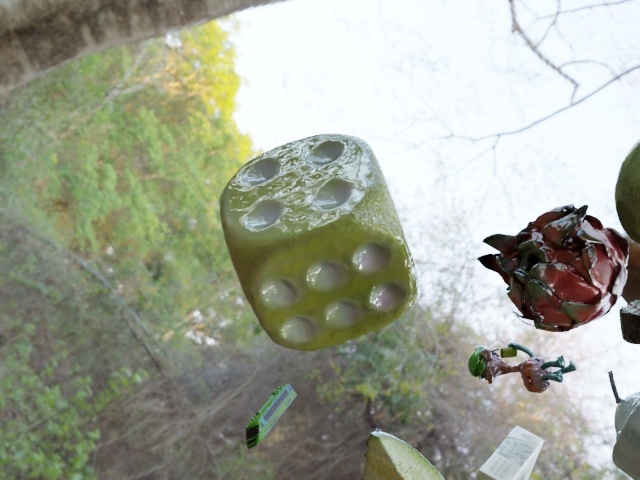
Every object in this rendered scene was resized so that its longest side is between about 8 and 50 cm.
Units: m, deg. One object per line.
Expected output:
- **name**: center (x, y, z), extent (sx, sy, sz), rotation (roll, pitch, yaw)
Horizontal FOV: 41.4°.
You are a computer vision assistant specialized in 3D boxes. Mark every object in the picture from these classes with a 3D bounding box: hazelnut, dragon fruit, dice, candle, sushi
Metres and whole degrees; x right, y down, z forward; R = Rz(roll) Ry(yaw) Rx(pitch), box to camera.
- **hazelnut**: center (0.707, 0.062, 1.754), extent (0.210, 0.210, 0.186), rotation (24, -47, 56)
- **dragon fruit**: center (0.372, 0.046, 1.329), extent (0.192, 0.274, 0.193), rotation (-23, -104, 44)
- **dice**: center (0.000, 0.000, 1.235), extent (0.233, 0.238, 0.226), rotation (-107, 175, -49)
- **candle**: center (0.690, 0.397, 1.600), extent (0.342, 0.221, 0.221), rotation (40, -27, 40)
- **sushi**: center (0.626, 0.154, 1.613), extent (0.091, 0.150, 0.078), rotation (8, -80, 47)

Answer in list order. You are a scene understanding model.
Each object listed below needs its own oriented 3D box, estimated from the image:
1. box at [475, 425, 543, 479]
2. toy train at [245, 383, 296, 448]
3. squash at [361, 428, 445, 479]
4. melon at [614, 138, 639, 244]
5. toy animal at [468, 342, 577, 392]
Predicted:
- **box**: center (0.380, 0.515, 1.789), extent (0.069, 0.256, 0.164), rotation (25, -70, 24)
- **toy train**: center (-0.118, 0.382, 1.864), extent (0.044, 0.209, 0.042), rotation (-33, -85, 28)
- **squash**: center (0.203, 0.461, 1.434), extent (0.289, 0.111, 0.203), rotation (21, -72, 35)
- **melon**: center (0.502, -0.065, 1.238), extent (0.139, 0.139, 0.192), rotation (10, -74, 63)
- **toy animal**: center (0.403, 0.247, 1.691), extent (0.208, 0.103, 0.100), rotation (-3, -45, 42)
